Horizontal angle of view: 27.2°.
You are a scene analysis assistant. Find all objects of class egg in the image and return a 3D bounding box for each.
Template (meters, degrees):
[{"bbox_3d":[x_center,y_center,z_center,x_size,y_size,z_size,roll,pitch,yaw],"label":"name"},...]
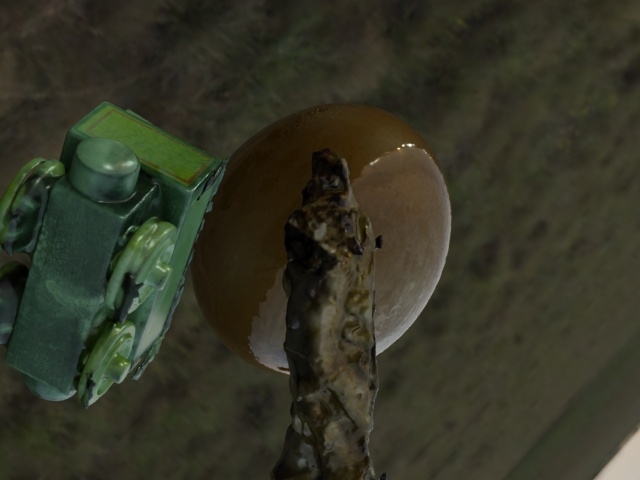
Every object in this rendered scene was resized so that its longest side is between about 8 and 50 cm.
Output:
[{"bbox_3d":[0.000,0.000,1.511,0.283,0.282,0.351,-32,161,-46],"label":"egg"}]

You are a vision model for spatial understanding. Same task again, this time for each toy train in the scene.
[{"bbox_3d":[-0.200,0.018,1.172,0.188,0.159,0.271,-54,169,-56],"label":"toy train"}]

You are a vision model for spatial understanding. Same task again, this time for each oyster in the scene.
[{"bbox_3d":[-0.004,0.095,1.057,0.079,0.344,0.129,3,175,-29],"label":"oyster"}]
